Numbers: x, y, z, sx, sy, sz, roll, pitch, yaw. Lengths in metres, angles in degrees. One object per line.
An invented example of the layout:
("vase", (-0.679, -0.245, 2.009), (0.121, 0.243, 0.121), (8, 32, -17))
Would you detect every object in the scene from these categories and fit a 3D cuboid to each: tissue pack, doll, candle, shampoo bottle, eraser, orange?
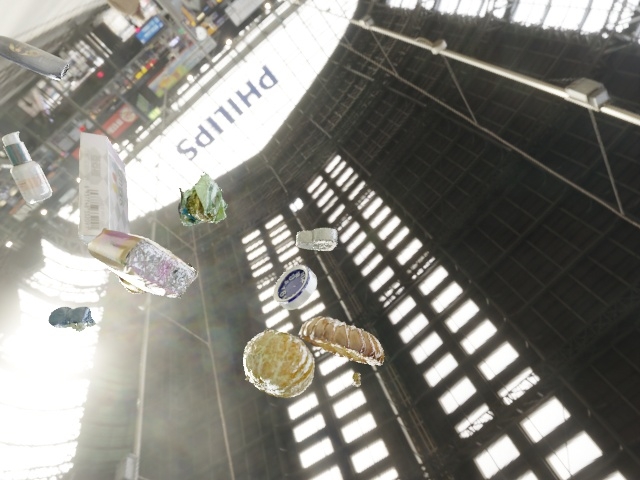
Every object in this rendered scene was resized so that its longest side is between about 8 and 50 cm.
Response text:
("tissue pack", (-0.504, 0.065, 1.258), (0.257, 0.215, 0.123), (8, -116, 41))
("doll", (-0.515, 0.162, 0.927), (0.076, 0.083, 0.050), (113, -22, -85))
("candle", (0.000, 0.000, 1.914), (0.192, 0.168, 0.068), (-7, -107, 32))
("shampoo bottle", (-0.970, -0.610, 1.476), (0.049, 0.234, 0.087), (-47, -151, 50))
("shampoo bottle", (-0.828, -0.202, 1.248), (0.074, 0.192, 0.074), (-14, -160, 5))
("eraser", (-0.716, -0.147, 1.483), (0.082, 0.213, 0.397), (-12, -115, -6))
("orange", (-0.186, 0.551, 1.979), (0.329, 0.329, 0.249), (-8, -145, 41))

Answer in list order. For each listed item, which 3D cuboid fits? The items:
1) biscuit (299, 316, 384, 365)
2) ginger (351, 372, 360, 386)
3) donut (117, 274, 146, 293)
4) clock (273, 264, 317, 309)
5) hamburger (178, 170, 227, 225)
("biscuit", (0.081, 0.366, 1.641), (0.326, 0.326, 0.107), (2, -115, 47))
("ginger", (0.127, 0.504, 1.620), (0.030, 0.097, 0.048), (2, -106, -3))
("donut", (-0.624, 0.090, 1.557), (0.184, 0.166, 0.073), (-37, 170, -13))
("clock", (-0.127, 0.233, 2.221), (0.230, 0.083, 0.230), (-29, -148, 21))
("hamburger", (-0.568, -0.179, 2.207), (0.150, 0.260, 0.276), (16, -137, 26))
